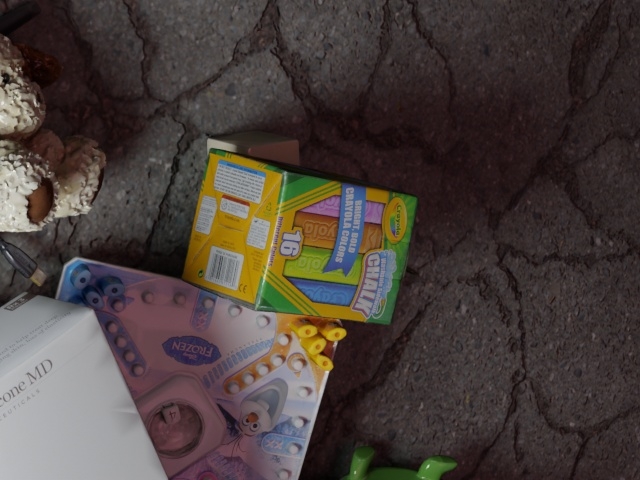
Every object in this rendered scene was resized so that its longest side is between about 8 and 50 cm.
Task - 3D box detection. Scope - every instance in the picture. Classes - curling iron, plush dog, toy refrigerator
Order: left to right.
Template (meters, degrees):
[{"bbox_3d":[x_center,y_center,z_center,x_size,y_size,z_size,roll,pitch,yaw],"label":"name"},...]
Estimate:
[{"bbox_3d":[-0.439,-0.204,1.782,0.274,0.035,0.068,-45,145,-26],"label":"curling iron"},{"bbox_3d":[-0.383,-0.131,1.747,0.262,0.211,0.225,-32,121,-76],"label":"plush dog"},{"bbox_3d":[-0.084,-0.008,2.052,0.094,0.102,0.269,-12,107,-35],"label":"toy refrigerator"}]

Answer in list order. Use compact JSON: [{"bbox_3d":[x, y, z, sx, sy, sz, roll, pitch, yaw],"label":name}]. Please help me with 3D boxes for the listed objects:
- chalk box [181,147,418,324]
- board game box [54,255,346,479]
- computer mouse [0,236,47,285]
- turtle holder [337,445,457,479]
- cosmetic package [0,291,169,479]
[{"bbox_3d":[0.000,0.000,1.941,0.289,0.180,0.179,8,96,-39],"label":"chalk box"},{"bbox_3d":[-0.191,0.249,1.979,0.390,0.050,0.390,13,97,-22],"label":"board game box"},{"bbox_3d":[-0.394,0.117,1.854,0.262,0.060,0.184,47,74,-11],"label":"computer mouse"},{"bbox_3d":[0.097,0.462,2.217,0.320,0.243,0.227,-7,121,-43],"label":"turtle holder"},{"bbox_3d":[-0.306,0.275,1.708,0.217,0.156,0.385,-39,123,-32],"label":"cosmetic package"}]
